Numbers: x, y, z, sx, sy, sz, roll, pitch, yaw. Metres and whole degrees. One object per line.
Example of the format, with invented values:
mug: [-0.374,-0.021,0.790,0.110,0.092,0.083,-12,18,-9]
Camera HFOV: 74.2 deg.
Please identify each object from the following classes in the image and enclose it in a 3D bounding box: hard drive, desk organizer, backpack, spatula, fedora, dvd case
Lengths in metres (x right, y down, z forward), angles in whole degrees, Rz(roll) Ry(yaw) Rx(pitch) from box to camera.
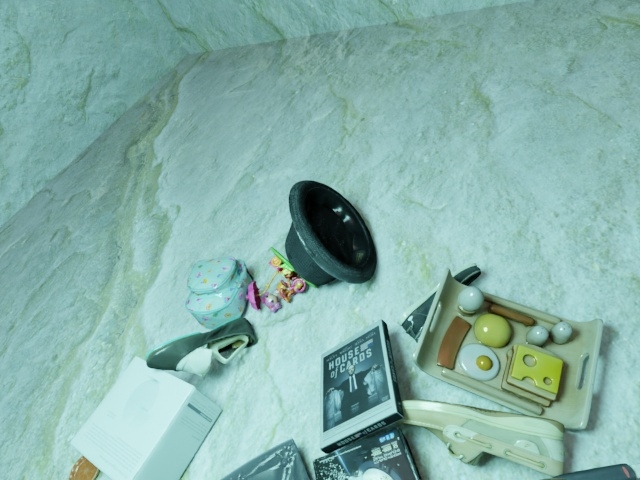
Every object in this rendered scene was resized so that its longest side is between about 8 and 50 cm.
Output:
hard drive: [-0.127,0.523,0.812,0.254,0.054,0.172,-31,44,-4]
desk organizer: [0.318,0.182,0.917,0.130,0.050,0.047,-28,57,-10]
backpack: [-0.289,0.142,1.187,0.165,0.145,0.189,-6,50,13]
spatula: [0.505,0.359,0.660,0.295,0.030,0.084,-9,46,1]
fedora: [0.000,0.000,1.136,0.152,0.333,0.334,-42,36,30]
dvd case: [0.074,0.290,0.872,0.179,0.029,0.239,-35,26,20]

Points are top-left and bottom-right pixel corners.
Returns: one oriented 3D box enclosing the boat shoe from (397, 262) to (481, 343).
boat shoe: [0.285,0.141,0.965,0.233,0.084,0.079,-37,62,-12]

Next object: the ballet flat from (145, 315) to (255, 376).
ballet flat: [-0.270,0.262,1.024,0.280,0.095,0.096,-17,53,-44]

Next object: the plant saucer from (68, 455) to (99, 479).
plant saucer: [-0.567,0.557,1.022,0.083,0.013,0.084,-13,45,13]

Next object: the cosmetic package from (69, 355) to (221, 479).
cosmetic package: [-0.394,0.426,0.971,0.223,0.138,0.225,11,54,33]

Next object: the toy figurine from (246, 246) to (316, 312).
toy figurine: [-0.123,0.132,1.162,0.173,0.130,0.159,39,86,19]

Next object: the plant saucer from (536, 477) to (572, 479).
plant saucer: [0.363,0.456,0.608,0.198,0.036,0.199,-9,65,19]

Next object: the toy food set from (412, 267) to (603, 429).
toy food set: [0.359,0.193,0.816,0.305,0.092,0.220,19,61,20]

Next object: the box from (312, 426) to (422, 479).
box: [0.092,0.448,0.760,0.179,0.078,0.148,-23,44,5]

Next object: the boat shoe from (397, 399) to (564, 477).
boat shoe: [0.264,0.347,0.754,0.301,0.109,0.098,2,69,21]
